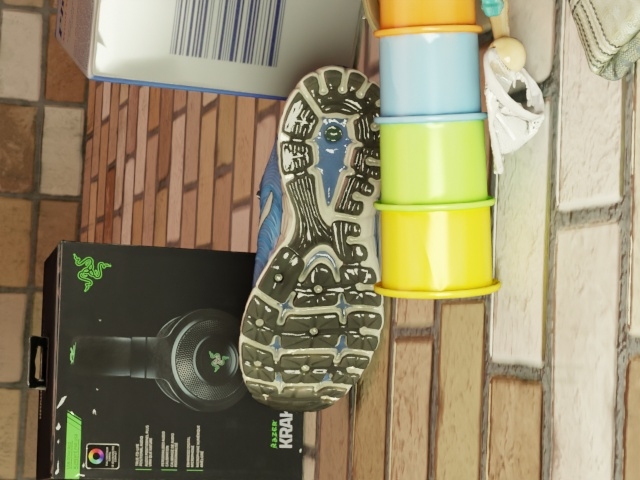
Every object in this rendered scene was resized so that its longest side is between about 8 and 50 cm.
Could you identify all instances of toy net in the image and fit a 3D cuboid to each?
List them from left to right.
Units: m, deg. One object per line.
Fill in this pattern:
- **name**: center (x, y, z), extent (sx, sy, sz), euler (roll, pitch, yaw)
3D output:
- **toy net**: center (0.132, -0.162, 0.998), extent (0.122, 0.045, 0.232), euler (-23, -72, -79)

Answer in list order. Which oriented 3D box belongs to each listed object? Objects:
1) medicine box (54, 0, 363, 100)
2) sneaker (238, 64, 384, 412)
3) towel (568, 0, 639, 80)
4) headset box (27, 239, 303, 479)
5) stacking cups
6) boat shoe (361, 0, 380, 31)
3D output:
- **medicine box**: center (-0.124, -0.247, 1.498), extent (0.289, 0.263, 0.149), euler (-137, 53, -68)
- **sneaker**: center (0.000, 0.000, 1.342), extent (0.147, 0.129, 0.330), euler (-101, 22, -78)
- **towel**: center (0.196, -0.300, 0.832), extent (0.324, 0.056, 0.312), euler (126, 141, -58)
- **headset box**: center (-0.169, 0.134, 1.533), extent (0.131, 0.283, 0.246), euler (150, 123, -69)
- **stacking cups**: center (0.087, -0.119, 1.051), extent (0.096, 0.096, 0.316), euler (-163, 72, -72)
- **boat shoe**: center (0.078, -0.272, 1.166), extent (0.089, 0.104, 0.285), euler (125, 155, -66)
